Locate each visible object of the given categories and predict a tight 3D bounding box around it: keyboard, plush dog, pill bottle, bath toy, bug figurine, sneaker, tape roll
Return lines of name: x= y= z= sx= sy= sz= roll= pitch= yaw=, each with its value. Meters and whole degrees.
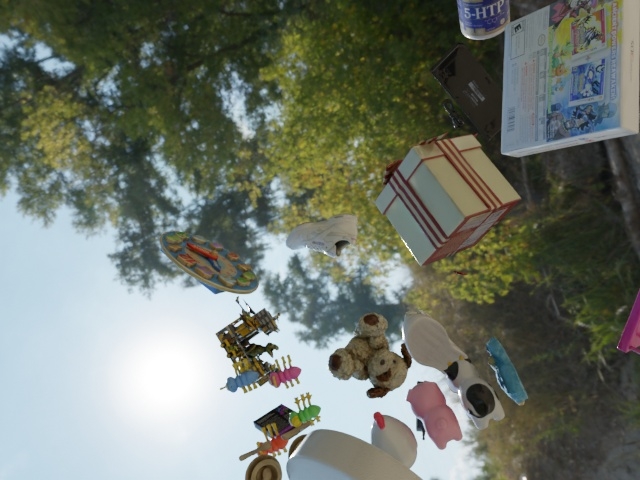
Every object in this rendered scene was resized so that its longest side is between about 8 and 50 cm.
keyboard: x=0.276 y=-0.266 z=1.020 sx=0.180 sy=0.108 sz=0.023 roll=44 pitch=-174 yaw=-17
plush dog: x=0.182 y=0.410 z=1.817 sx=0.225 sy=0.262 sz=0.211 roll=34 pitch=159 yaw=25
pill bottle: x=0.355 y=-0.554 z=1.201 sx=0.187 sy=0.111 sz=0.112 roll=62 pitch=-164 yaw=-48
bath toy: x=0.249 y=0.342 z=1.142 sx=0.129 sy=0.348 sz=0.151 roll=61 pitch=176 yaw=-14
bug figurine: x=-0.123 y=0.431 z=1.428 sx=0.279 sy=0.216 sz=0.072 roll=65 pitch=174 yaw=-2
sneaker: x=0.248 y=0.232 z=1.380 sx=0.292 sy=0.108 sz=0.169 roll=45 pitch=-179 yaw=-44
tape roll: x=0.106 y=0.514 z=1.016 sx=0.072 sy=0.391 sz=0.392 roll=-44 pitch=-61 yaw=-34
sneaker: x=0.000 y=0.000 z=2.057 sx=0.114 sy=0.305 sz=0.152 roll=32 pitch=-133 yaw=-55

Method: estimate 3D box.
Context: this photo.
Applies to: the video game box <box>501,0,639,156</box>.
video game box: x=0.342 y=-0.233 z=0.760 sx=0.048 sy=0.187 sz=0.205 roll=5 pitch=-94 yaw=-29

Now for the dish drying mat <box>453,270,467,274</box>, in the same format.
dish drying mat: x=0.469 y=0.110 z=1.825 sx=0.083 sy=0.032 sz=0.008 roll=9 pitch=-83 yaw=-63

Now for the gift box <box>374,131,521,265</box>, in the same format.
gift box: x=0.329 y=-0.131 z=1.402 sx=0.255 sy=0.276 sz=0.258 roll=-15 pitch=-118 yaw=-38

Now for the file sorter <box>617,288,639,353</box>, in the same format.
file sorter: x=0.767 y=0.135 z=1.061 sx=0.182 sy=0.290 sz=0.202 roll=33 pitch=124 yaw=47

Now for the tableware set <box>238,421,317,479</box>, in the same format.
tableware set: x=-0.074 y=0.500 z=1.214 sx=0.039 sy=0.194 sz=0.128 roll=-13 pitch=94 yaw=61

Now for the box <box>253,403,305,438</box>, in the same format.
box: x=-0.123 y=0.571 z=1.704 sx=0.116 sy=0.162 sz=0.029 roll=-24 pitch=-72 yaw=-32

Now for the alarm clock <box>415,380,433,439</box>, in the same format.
alarm clock: x=0.286 y=0.437 z=1.469 sx=0.192 sy=0.064 sz=0.130 roll=-62 pitch=-28 yaw=-74

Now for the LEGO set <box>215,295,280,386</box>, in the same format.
LEGO set: x=-0.187 y=0.329 z=1.757 sx=0.255 sy=0.192 sz=0.331 roll=54 pitch=174 yaw=22

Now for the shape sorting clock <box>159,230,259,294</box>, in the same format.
shape sorting clock: x=-0.208 y=0.038 z=1.038 sx=0.206 sy=0.040 sz=0.206 roll=27 pitch=-164 yaw=-9
